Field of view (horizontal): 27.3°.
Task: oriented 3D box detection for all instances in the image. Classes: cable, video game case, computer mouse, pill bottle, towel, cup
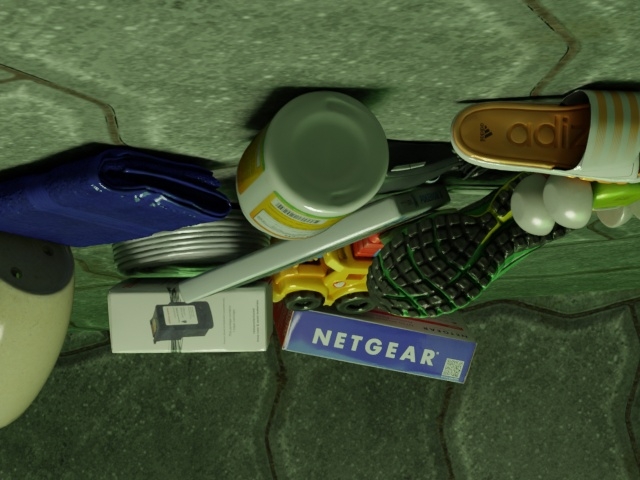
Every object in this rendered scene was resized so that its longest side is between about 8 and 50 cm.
[{"bbox_3d":[-0.203,0.005,2.094,0.257,0.089,0.257,-6,170,20],"label":"cable"},{"bbox_3d":[0.000,0.000,1.862,0.329,0.036,0.300,-22,178,19],"label":"video game case"},{"bbox_3d":[0.137,-0.095,1.671,0.262,0.060,0.184,1,171,-27],"label":"computer mouse"},{"bbox_3d":[-0.021,-0.075,1.500,0.136,0.136,0.245,-1,171,-15],"label":"pill bottle"},{"bbox_3d":[-0.298,-0.059,1.746,0.308,0.076,0.227,-10,161,42],"label":"towel"},{"bbox_3d":[-0.485,0.076,1.893,0.331,0.331,0.237,7,141,-48],"label":"cup"}]

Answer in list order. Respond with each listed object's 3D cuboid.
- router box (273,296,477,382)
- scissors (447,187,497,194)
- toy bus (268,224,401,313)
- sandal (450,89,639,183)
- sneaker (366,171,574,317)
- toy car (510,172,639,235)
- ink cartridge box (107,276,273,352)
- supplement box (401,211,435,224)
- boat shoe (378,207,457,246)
[{"bbox_3d":[0.080,0.128,2.367,0.335,0.082,0.301,12,-162,-12],"label":"router box"},{"bbox_3d":[0.331,-0.069,2.021,0.297,0.021,0.109,-4,173,-6],"label":"scissors"},{"bbox_3d":[0.035,0.016,2.135,0.220,0.149,0.211,3,156,-21],"label":"toy bus"},{"bbox_3d":[0.278,-0.116,1.454,0.265,0.102,0.076,-1,174,0],"label":"sandal"},{"bbox_3d":[0.226,0.009,1.881,0.343,0.134,0.146,-26,175,0],"label":"sneaker"},{"bbox_3d":[0.320,-0.082,1.575,0.159,0.136,0.182,-6,176,-19],"label":"toy car"},{"bbox_3d":[-0.196,0.112,2.039,0.237,0.100,0.172,-1,-176,2],"label":"ink cartridge box"},{"bbox_3d":[0.167,0.024,2.272,0.114,0.111,0.220,3,169,-37],"label":"supplement box"},{"bbox_3d":[0.148,-0.011,1.940,0.135,0.045,0.050,-21,178,-24],"label":"boat shoe"}]
